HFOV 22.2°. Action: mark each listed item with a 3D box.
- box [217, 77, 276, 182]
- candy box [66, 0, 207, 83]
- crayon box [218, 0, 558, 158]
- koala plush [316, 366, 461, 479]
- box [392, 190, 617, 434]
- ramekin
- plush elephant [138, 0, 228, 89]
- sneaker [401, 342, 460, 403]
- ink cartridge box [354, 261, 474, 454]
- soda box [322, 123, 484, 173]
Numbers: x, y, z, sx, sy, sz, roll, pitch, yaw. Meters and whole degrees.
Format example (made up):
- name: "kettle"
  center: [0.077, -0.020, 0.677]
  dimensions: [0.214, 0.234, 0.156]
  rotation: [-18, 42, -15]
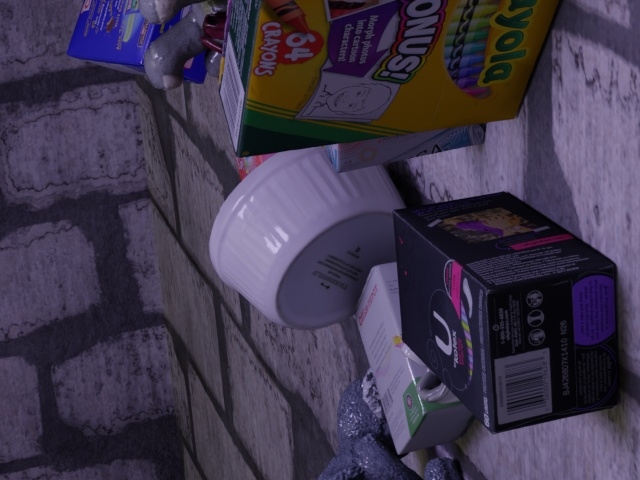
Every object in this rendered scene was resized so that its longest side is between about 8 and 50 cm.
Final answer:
- name: "box"
  center: [-0.051, -0.173, 2.422]
  dimensions: [0.154, 0.142, 0.300]
  rotation: [142, 116, -72]
- name: "candy box"
  center: [-0.258, -0.393, 2.563]
  dimensions: [0.317, 0.122, 0.268]
  rotation: [17, 90, 59]
- name: "crayon box"
  center: [0.073, -0.241, 1.603]
  dimensions: [0.363, 0.313, 0.106]
  rotation: [103, 155, -57]
- name: "koala plush"
  center: [0.076, 0.283, 2.241]
  dimensions: [0.196, 0.203, 0.221]
  rotation: [120, 148, -67]
- name: "box"
  center: [0.189, 0.068, 1.726]
  dimensions: [0.270, 0.143, 0.165]
  rotation: [-135, 38, -65]
- name: "ramekin"
  center: [0.000, 0.000, 2.162]
  dimensions: [0.127, 0.273, 0.273]
  rotation: [51, 151, 35]
- name: "plush elephant"
  center: [-0.058, -0.273, 2.217]
  dimensions: [0.255, 0.330, 0.272]
  rotation: [50, 158, 13]
- name: "sneaker"
  center: [0.153, 0.104, 1.930]
  dimensions: [0.090, 0.115, 0.232]
  rotation: [-128, 31, -59]
- name: "ink cartridge box"
  center: [0.125, 0.147, 2.109]
  dimensions: [0.154, 0.093, 0.212]
  rotation: [109, 145, -61]
- name: "soda box"
  center: [0.094, -0.132, 1.852]
  dimensions: [0.058, 0.183, 0.063]
  rotation: [-117, 21, -46]
